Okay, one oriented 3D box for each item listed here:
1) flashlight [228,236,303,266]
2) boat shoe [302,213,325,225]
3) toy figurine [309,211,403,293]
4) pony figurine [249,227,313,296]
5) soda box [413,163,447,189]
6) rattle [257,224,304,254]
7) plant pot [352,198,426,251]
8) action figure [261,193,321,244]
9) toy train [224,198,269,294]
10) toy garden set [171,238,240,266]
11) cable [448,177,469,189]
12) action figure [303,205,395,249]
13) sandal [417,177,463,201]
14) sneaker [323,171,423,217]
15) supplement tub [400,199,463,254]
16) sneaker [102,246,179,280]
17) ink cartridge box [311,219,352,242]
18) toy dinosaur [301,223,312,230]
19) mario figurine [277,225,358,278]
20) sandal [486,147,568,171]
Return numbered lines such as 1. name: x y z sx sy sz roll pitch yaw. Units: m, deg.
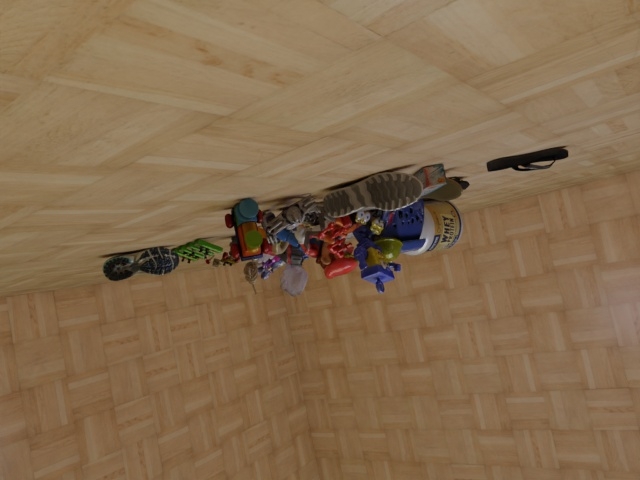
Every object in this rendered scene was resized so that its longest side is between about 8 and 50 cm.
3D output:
1. flashlight: -0.219 0.045 2.103 0.304 0.103 0.103 4 175 3
2. boat shoe: -0.020 -0.080 1.819 0.049 0.056 0.152 -8 178 33
3. toy figurine: 0.151 0.079 1.591 0.191 0.217 0.362 -30 150 21
4. pony figurine: -0.177 0.074 2.354 0.363 0.303 0.351 -21 -158 47
5. soda box: 0.305 -0.170 1.497 0.063 0.058 0.183 -11 177 -9
6. rattle: -0.171 -0.031 2.031 0.142 0.130 0.200 1 -150 25
7. plant pot: 0.264 -0.048 1.984 0.236 0.212 0.236 -15 174 39
8. action figure: -0.094 -0.060 1.537 0.185 0.099 0.285 -24 -174 -16
9. toy train: -0.183 0.015 1.380 0.105 0.248 0.143 -10 171 -16
10. toy garden set: -0.467 0.072 2.087 0.203 0.049 0.244 24 154 -34
11. cable: 0.419 -0.184 1.783 0.184 0.047 0.150 -11 -178 -44
12. action figure: 0.122 -0.101 1.659 0.330 0.179 0.341 -17 151 -24
13. sandal: 0.357 -0.176 1.631 0.240 0.088 0.079 -6 -147 49
14. sneaker: 0.149 -0.137 1.424 0.281 0.105 0.115 -6 -167 26
15. supplement tub: 0.440 -0.058 2.215 0.316 0.228 0.228 -9 175 -40
16. sneaker: -0.690 0.077 1.968 0.283 0.110 0.122 -6 -168 -29
17. ink cartridge box: 0.066 -0.041 2.205 0.158 0.092 0.218 -9 167 -37
18. toy dinosaur: -0.042 -0.076 1.984 0.183 0.053 0.093 -19 161 -1
19. mario figurine: 0.000 0.000 1.835 0.198 0.320 0.170 -45 159 -44
20. sandal: 0.634 -0.233 1.577 0.254 0.055 0.097 -11 176 -5
